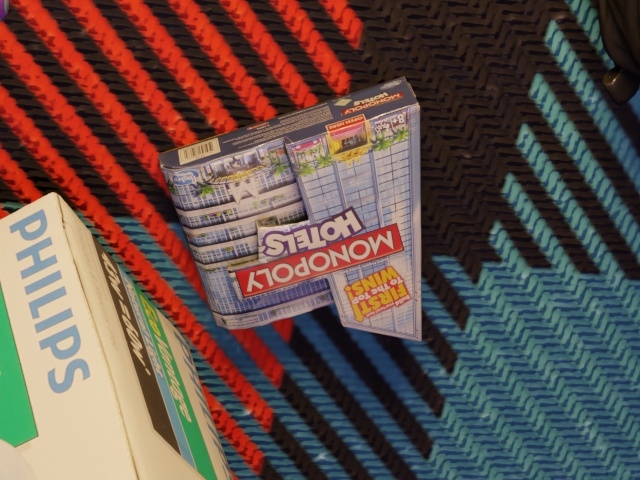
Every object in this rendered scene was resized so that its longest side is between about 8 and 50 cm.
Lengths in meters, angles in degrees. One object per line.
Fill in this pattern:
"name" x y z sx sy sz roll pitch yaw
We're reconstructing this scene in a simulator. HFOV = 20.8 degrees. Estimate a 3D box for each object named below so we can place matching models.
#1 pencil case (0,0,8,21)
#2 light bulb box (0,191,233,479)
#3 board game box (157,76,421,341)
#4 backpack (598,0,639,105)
"pencil case" -0.276 -0.135 1.146 0.064 0.152 0.070 33 144 19
"light bulb box" -0.247 0.223 1.189 0.361 0.358 0.225 -28 139 5
"board game box" 0.000 0.000 1.307 0.194 0.060 0.194 -18 117 0
"backpack" 0.323 -0.231 1.170 0.263 0.213 0.276 -16 116 -13
